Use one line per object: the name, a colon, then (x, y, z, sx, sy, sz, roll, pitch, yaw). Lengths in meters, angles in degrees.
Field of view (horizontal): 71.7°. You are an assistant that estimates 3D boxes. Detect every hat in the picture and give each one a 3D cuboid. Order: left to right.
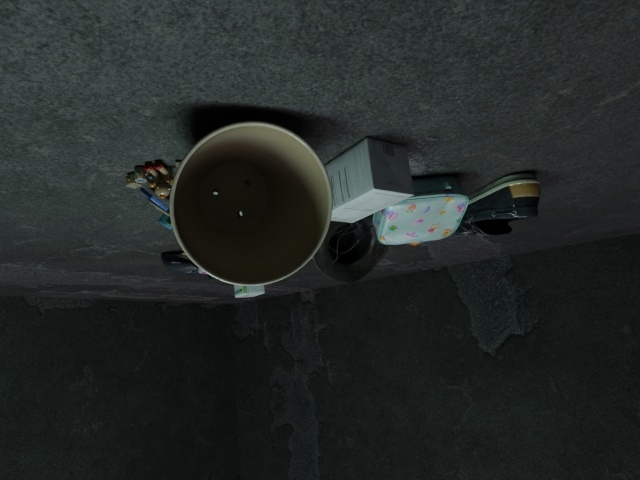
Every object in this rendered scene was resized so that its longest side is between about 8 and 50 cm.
hat: (0.087, -0.008, 1.604, 0.331, 0.331, 0.134, 3, -159, -32)

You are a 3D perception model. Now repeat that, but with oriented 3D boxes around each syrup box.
syrup box: (-0.301, 0.110, 1.828, 0.096, 0.236, 0.093, 3, 164, -39)

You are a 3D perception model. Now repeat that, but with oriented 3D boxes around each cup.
cup: (-0.171, -0.088, 0.987, 0.331, 0.330, 0.237, 0, -170, -23)

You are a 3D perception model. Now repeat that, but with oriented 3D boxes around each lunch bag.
lunch bag: (0.314, -0.099, 1.391, 0.279, 0.107, 0.224, -7, 139, -9)

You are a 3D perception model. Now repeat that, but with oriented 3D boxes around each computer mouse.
computer mouse: (-0.583, 0.102, 1.887, 0.262, 0.060, 0.184, 17, 150, 9)

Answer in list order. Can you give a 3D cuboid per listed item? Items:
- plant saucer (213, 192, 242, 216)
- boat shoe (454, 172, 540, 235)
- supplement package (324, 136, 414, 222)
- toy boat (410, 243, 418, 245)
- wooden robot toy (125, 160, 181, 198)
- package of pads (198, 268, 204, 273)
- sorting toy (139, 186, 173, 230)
plant saucer: (-0.203, -0.023, 1.360, 0.401, 0.100, 0.400, 7, 153, 3)
boat shoe: (0.597, -0.085, 1.592, 0.187, 0.155, 0.500, -5, 168, -14)
supplement package: (0.099, -0.145, 1.147, 0.139, 0.133, 0.244, 4, 163, -36)
toy boat: (0.331, -0.055, 1.596, 0.151, 0.151, 0.231, -9, 166, 13)
wooden robot toy: (-0.395, -0.140, 1.069, 0.173, 0.079, 0.076, -9, 167, 10)
package of pads: (-0.381, 0.090, 2.006, 0.297, 0.101, 0.229, 3, 165, -34)
sorting toy: (-0.383, -0.030, 1.243, 0.196, 0.047, 0.347, 35, 171, 20)
